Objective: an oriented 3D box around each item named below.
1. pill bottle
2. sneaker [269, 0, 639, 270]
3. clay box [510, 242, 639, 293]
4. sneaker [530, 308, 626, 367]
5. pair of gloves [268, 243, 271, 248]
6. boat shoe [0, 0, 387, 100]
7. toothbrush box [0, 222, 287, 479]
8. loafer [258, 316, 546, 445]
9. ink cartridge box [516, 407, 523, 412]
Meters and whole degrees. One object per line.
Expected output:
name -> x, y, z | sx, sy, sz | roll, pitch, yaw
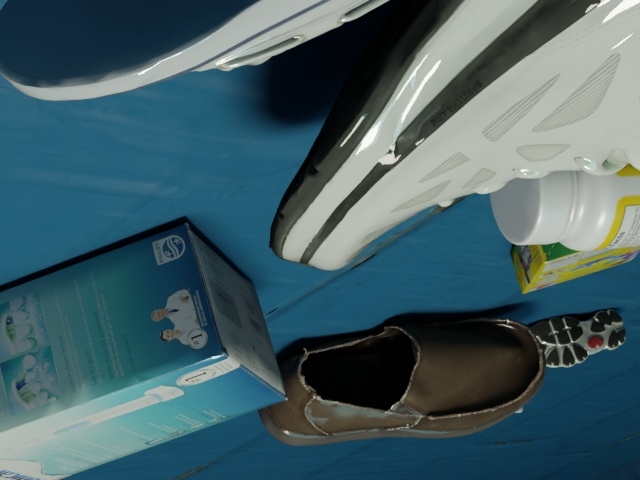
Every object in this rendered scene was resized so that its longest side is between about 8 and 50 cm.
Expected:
pill bottle -> 0.259, -0.053, 1.132 | 0.208, 0.119, 0.119 | -4, 157, -18
sneaker -> 0.151, -0.058, 0.806 | 0.257, 0.169, 0.447 | 33, 142, -8
clay box -> 0.268, 0.002, 1.363 | 0.127, 0.053, 0.222 | -17, 170, -2
sneaker -> 0.335, 0.140, 1.788 | 0.169, 0.068, 0.071 | -5, 162, -32
pair of gloves -> 0.000, 0.000, 1.221 | 0.083, 0.010, 0.074 | -25, 159, 20
boat shoe -> -0.048, -0.129, 0.727 | 0.258, 0.095, 0.084 | -18, 156, 3
toothbrush box -> -0.205, 0.117, 1.183 | 0.295, 0.126, 0.216 | -21, 160, 7
loafer -> 0.113, 0.164, 1.558 | 0.365, 0.134, 0.130 | -11, 159, -19
ink cartridge box -> 0.172, 0.193, 1.728 | 0.180, 0.104, 0.060 | 2, 152, -42
